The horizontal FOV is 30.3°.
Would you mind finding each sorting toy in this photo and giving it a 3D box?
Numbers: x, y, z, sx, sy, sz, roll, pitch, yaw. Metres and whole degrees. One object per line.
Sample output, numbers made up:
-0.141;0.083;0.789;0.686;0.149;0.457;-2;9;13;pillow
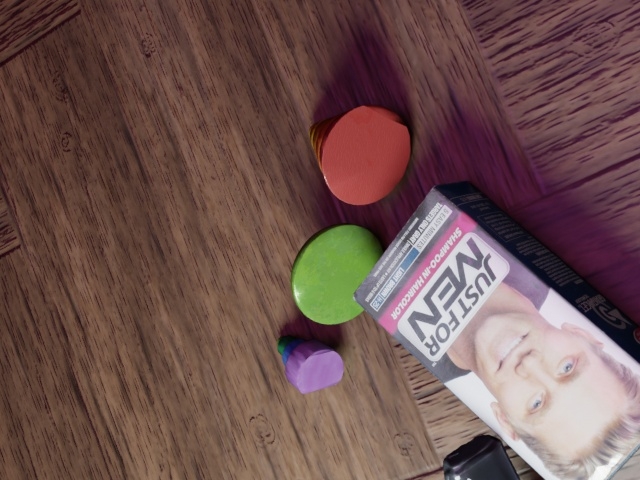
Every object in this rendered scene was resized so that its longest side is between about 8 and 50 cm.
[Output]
0.000;0.000;1.449;0.126;0.127;0.365;33;115;53;sorting toy

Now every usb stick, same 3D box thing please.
0.220;0.342;1.317;0.278;0.077;0.045;62;163;-15;usb stick

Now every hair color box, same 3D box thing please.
0.222;0.108;1.317;0.347;0.105;0.174;42;113;18;hair color box
